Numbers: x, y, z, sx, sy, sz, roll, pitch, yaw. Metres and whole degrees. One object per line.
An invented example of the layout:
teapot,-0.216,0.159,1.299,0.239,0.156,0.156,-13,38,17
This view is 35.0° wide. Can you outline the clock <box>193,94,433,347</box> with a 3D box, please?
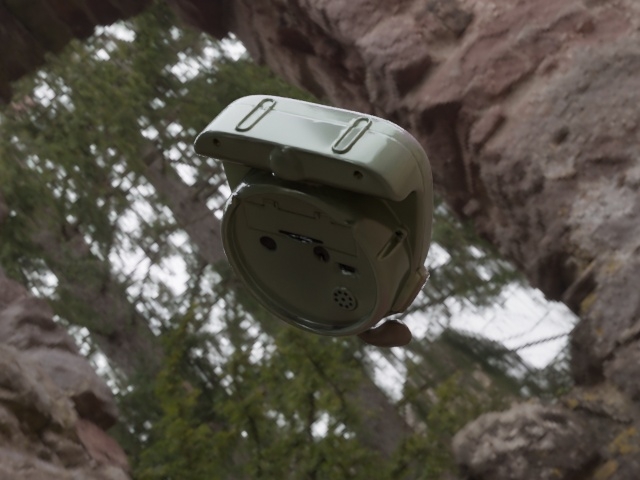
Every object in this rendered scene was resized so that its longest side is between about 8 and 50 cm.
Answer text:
clock,0.000,0.000,0.686,0.062,0.151,0.191,-51,-35,-41
